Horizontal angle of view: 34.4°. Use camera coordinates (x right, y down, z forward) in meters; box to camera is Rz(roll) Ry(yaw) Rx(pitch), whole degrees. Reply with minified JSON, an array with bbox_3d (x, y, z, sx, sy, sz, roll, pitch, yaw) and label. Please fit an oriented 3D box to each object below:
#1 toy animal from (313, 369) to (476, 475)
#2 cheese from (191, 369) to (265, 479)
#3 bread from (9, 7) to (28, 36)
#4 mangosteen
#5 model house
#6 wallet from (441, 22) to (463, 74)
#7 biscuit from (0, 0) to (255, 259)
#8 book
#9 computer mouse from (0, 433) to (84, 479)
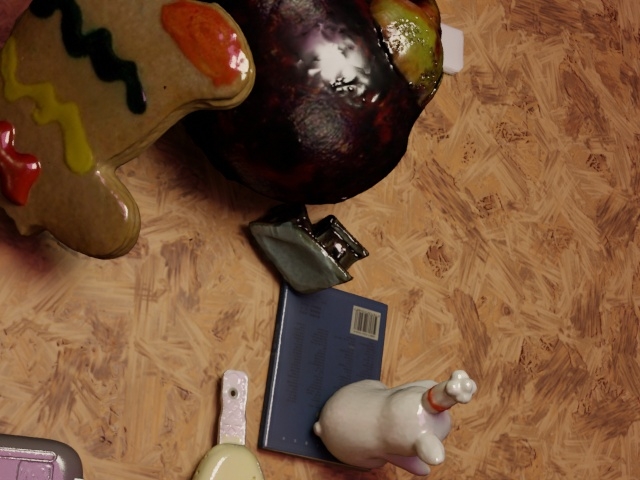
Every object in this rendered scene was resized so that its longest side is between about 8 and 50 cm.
[{"bbox_3d":[0.126,0.260,1.462,0.138,0.283,0.140,16,69,-44],"label":"toy animal"},{"bbox_3d":[-0.124,0.308,1.444,0.127,0.050,0.255,14,69,-28],"label":"cheese"},{"bbox_3d":[-0.368,-0.257,1.426,0.110,0.103,0.156,-25,83,-40],"label":"bread"},{"bbox_3d":[-0.021,-0.265,1.464,0.381,0.381,0.421,13,108,-29],"label":"mangosteen"},{"bbox_3d":[-0.005,-0.005,1.576,0.165,0.106,0.152,49,40,2],"label":"model house"},{"bbox_3d":[0.177,-0.360,1.845,0.190,0.033,0.095,13,68,-30],"label":"wallet"},{"bbox_3d":[-0.294,-0.191,1.305,0.394,0.076,0.368,-42,83,9],"label":"biscuit"},{"bbox_3d":[0.009,0.202,1.576,0.191,0.025,0.269,18,67,-26],"label":"book"},{"bbox_3d":[-0.408,0.293,1.265,0.232,0.057,0.120,10,70,-27],"label":"computer mouse"}]
